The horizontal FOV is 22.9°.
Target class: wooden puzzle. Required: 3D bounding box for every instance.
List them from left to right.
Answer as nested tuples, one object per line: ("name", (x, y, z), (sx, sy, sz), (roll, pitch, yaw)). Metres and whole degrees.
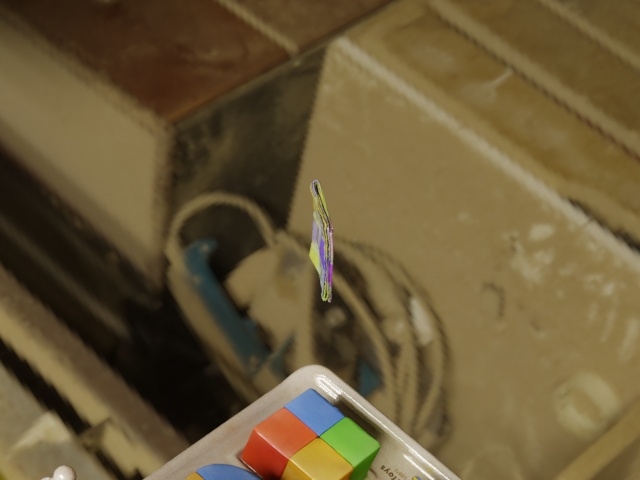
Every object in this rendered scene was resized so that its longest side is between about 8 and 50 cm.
("wooden puzzle", (0.003, 0.278, 1.453), (0.322, 0.348, 0.080), (39, 135, 18))

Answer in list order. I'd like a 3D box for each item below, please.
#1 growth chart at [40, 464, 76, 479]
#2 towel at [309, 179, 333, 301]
("growth chart", (-0.158, 0.249, 1.210), (0.172, 0.021, 0.237), (-28, 132, 30))
("towel", (0.000, 0.000, 1.219), (0.060, 0.009, 0.083), (-106, 13, -44))
